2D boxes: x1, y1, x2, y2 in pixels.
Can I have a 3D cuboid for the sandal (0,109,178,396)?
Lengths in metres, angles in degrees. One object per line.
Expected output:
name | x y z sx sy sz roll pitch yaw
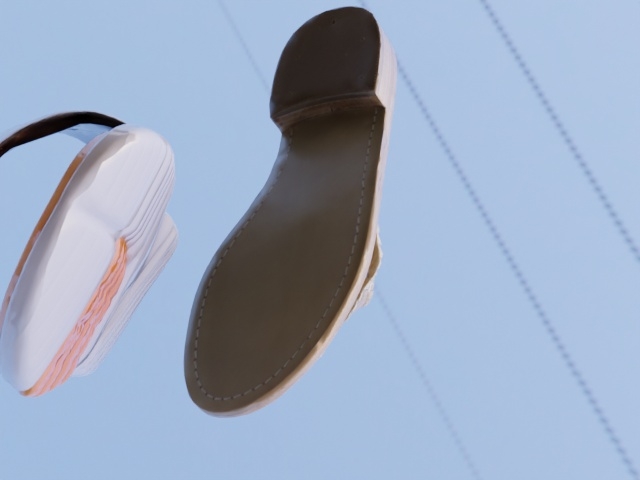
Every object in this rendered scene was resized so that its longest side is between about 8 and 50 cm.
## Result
sandal | -0.111 0.004 0.747 0.076 0.265 0.102 31 -99 1

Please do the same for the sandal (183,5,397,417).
sandal | 0.006 -0.001 0.939 0.088 0.079 0.240 -7 -128 28
